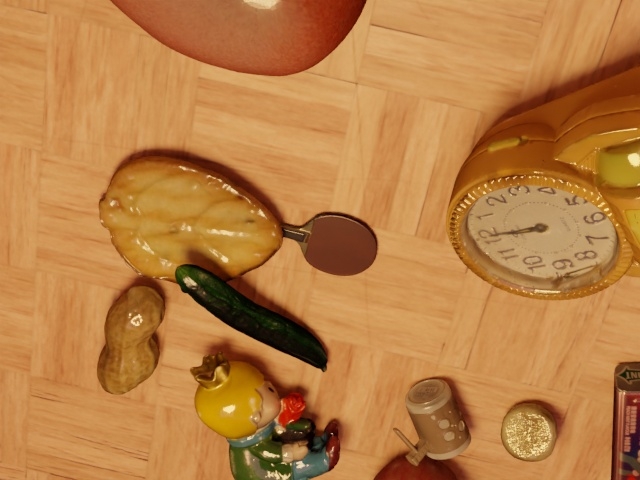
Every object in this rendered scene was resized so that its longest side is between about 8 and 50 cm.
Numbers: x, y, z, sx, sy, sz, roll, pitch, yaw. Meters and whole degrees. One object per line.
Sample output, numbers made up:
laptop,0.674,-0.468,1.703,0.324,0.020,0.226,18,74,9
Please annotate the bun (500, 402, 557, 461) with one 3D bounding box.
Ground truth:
bun,0.303,0.275,1.597,0.086,0.055,0.086,2,96,20

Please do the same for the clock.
clock,0.311,-0.054,1.315,0.317,0.200,0.244,-15,127,31

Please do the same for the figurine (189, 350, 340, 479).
figurine,-0.080,0.253,1.614,0.185,0.127,0.234,-14,108,12

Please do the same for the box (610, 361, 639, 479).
box,0.473,0.280,1.565,0.120,0.069,0.224,-3,121,10

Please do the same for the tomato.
tomato,-0.094,-0.337,1.164,0.342,0.272,0.341,4,122,6

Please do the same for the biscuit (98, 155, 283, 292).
biscuit,-0.177,-0.021,1.501,0.260,0.041,0.202,8,120,9

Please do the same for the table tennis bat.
table tennis bat,0.000,0.000,1.505,0.158,0.014,0.095,15,123,0

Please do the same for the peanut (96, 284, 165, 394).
peanut,-0.273,0.145,1.598,0.089,0.089,0.192,16,123,-1

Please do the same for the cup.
cup,0.155,0.262,1.598,0.102,0.074,0.099,-24,114,-1

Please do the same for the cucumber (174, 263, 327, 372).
cucumber,-0.094,0.109,1.537,0.056,0.056,0.284,-38,125,27

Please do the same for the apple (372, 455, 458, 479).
apple,0.144,0.394,1.659,0.154,0.120,0.153,7,126,10
